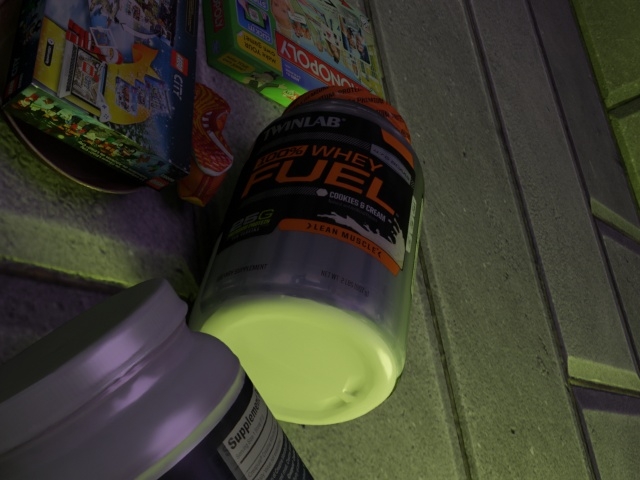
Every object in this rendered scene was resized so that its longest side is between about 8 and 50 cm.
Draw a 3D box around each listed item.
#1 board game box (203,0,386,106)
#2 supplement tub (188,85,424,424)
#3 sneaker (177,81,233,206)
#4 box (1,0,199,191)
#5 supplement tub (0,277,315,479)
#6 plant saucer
[{"bbox_3d":[-0.027,-0.263,1.082,0.317,0.046,0.213,21,53,-49],"label":"board game box"},{"bbox_3d":[0.000,0.000,0.812,0.193,0.193,0.316,45,37,-29],"label":"supplement tub"},{"bbox_3d":[-0.128,-0.104,0.829,0.064,0.067,0.175,23,34,-23],"label":"sneaker"},{"bbox_3d":[-0.182,-0.177,0.732,0.159,0.044,0.233,31,46,-42],"label":"box"},{"bbox_3d":[-0.101,0.182,0.548,0.272,0.191,0.191,59,33,-11],"label":"supplement tub"},{"bbox_3d":[-0.213,-0.127,0.730,0.198,0.036,0.198,33,45,-40],"label":"plant saucer"}]
